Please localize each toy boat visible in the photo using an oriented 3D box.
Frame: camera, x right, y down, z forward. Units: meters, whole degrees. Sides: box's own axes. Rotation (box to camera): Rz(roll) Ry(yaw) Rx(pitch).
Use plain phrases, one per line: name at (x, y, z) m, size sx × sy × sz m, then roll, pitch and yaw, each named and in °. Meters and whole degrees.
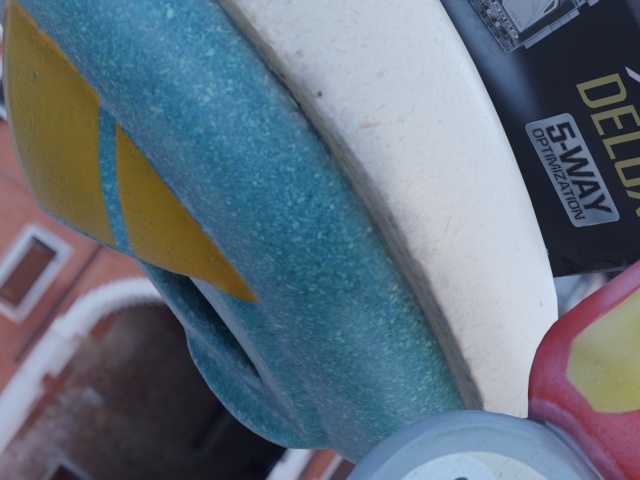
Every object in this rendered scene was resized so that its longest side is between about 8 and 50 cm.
toy boat at (0.000, 0.000, 0.496) m, size 0.318 × 0.148 × 0.267 m, roll 35°, pitch -19°, yaw 52°

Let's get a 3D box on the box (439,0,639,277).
box at (0.147, -0.138, 0.899) m, size 0.242 × 0.076 × 0.307 m, roll -10°, pitch -71°, yaw 60°
